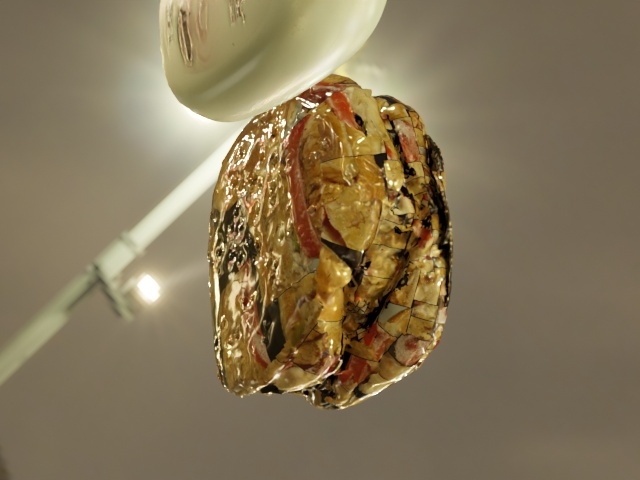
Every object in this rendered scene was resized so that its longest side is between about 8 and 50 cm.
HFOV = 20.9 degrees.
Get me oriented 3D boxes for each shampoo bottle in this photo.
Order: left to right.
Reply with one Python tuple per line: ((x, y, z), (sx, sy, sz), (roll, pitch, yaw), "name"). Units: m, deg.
((-0.004, -0.094, 0.613), (0.152, 0.045, 0.077), (-20, -112, 53), "shampoo bottle")

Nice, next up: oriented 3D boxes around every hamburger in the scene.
((0.000, 0.000, 1.151), (0.107, 0.231, 0.231), (8, -18, -25), "hamburger")
